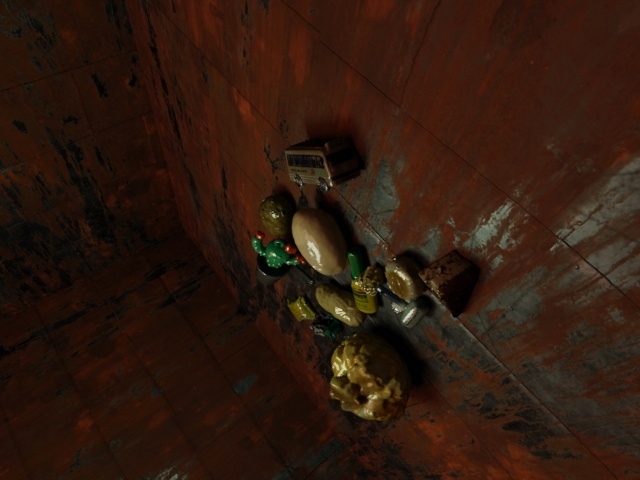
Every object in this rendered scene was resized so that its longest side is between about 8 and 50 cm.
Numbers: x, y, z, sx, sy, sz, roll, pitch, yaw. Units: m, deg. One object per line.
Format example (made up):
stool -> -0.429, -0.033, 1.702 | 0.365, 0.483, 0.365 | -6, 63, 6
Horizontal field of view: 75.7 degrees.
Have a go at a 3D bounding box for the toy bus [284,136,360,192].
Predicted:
toy bus -> 0.001, -0.267, 1.408 | 0.290, 0.140, 0.157 | 21, 132, 57

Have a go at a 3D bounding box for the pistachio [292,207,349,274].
pistachio -> 0.000, 0.000, 1.649 | 0.299, 0.188, 0.187 | 61, 155, 1

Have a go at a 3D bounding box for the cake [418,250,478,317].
cake -> 0.406, 0.135, 1.246 | 0.112, 0.135, 0.246 | 53, -174, 38

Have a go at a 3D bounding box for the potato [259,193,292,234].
potato -> -0.216, -0.112, 1.962 | 0.176, 0.141, 0.298 | 60, 156, 17

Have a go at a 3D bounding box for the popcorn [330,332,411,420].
popcorn -> 0.219, 0.580, 1.776 | 0.345, 0.353, 0.390 | 0, 164, 23

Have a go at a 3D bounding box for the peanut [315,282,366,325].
peanut -> 0.087, 0.280, 1.875 | 0.319, 0.148, 0.147 | 30, 143, 50

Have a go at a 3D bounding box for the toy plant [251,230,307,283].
toy plant -> -0.245, 0.094, 2.139 | 0.279, 0.185, 0.400 | 45, 151, 5

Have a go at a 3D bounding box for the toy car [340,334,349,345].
toy car -> 0.187, 0.503, 2.022 | 0.126, 0.098, 0.161 | 37, 129, -17

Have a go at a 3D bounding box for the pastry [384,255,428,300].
pastry -> 0.286, 0.124, 1.395 | 0.166, 0.088, 0.165 | 43, 150, 32

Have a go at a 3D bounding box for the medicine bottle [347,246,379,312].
medicine bottle -> 0.165, 0.162, 1.666 | 0.111, 0.076, 0.308 | 11, 129, 39

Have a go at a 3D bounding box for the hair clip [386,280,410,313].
hair clip -> 0.292, 0.208, 1.525 | 0.116, 0.049, 0.172 | 19, 138, 59

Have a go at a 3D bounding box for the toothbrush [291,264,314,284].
toothbrush -> -0.132, 0.151, 2.242 | 0.297, 0.030, 0.030 | 38, 174, 32

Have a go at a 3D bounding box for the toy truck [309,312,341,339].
toy truck -> 0.035, 0.469, 2.216 | 0.116, 0.110, 0.216 | 50, 156, -11

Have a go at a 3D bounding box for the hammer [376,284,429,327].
hammer -> 0.279, 0.220, 1.462 | 0.194, 0.069, 0.116 | 34, 125, 10

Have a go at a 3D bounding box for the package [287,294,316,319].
package -> -0.115, 0.403, 2.420 | 0.168, 0.090, 0.226 | 56, 152, -1

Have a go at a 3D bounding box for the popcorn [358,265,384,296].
popcorn -> 0.199, 0.152, 1.572 | 0.097, 0.109, 0.089 | 23, -173, -18
